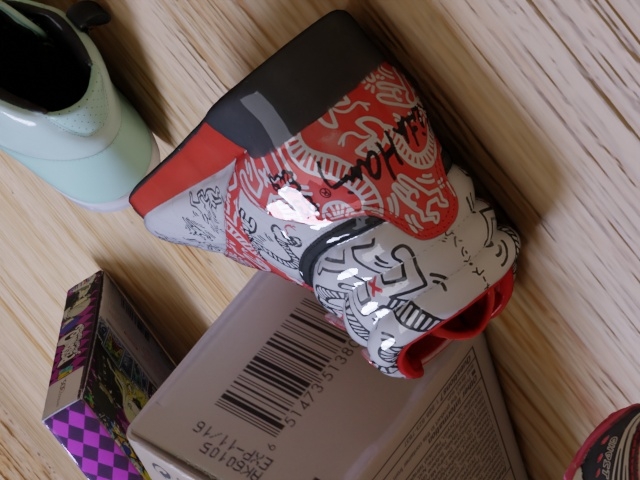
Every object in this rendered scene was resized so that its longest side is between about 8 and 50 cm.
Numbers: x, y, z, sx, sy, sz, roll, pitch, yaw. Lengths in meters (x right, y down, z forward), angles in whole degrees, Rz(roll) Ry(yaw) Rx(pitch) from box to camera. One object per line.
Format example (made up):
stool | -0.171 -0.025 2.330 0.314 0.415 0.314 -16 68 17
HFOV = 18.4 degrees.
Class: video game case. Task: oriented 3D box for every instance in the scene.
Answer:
video game case | -0.124 0.161 1.517 0.232 0.042 0.210 56 -168 -22

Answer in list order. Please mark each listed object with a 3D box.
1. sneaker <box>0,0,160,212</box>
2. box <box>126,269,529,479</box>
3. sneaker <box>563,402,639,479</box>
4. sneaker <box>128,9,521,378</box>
sneaker | -0.205 -0.127 1.134 0.256 0.094 0.151 33 166 17
box | 0.028 0.157 1.048 0.121 0.148 0.311 24 152 32
sneaker | 0.211 0.165 0.702 0.299 0.121 0.112 44 134 20
sneaker | -0.001 0.001 0.892 0.145 0.090 0.270 52 162 -1
